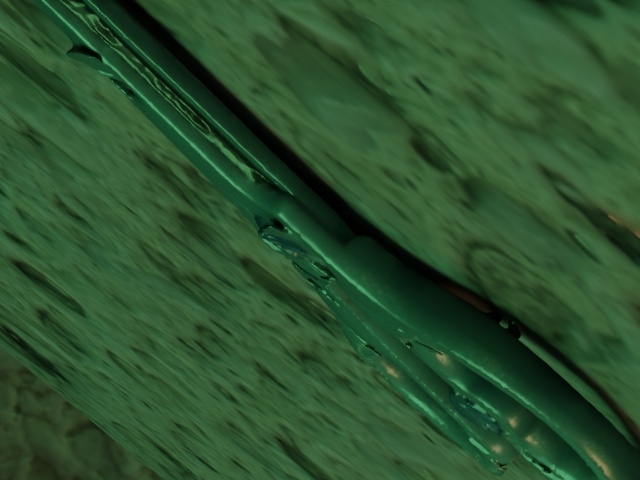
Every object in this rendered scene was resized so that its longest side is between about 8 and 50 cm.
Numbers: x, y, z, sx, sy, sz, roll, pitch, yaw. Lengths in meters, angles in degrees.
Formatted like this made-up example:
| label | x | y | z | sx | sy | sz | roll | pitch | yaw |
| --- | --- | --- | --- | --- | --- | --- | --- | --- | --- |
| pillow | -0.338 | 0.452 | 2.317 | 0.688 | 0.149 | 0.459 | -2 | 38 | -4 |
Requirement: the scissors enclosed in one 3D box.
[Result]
| label | x | y | z | sx | sy | sz | roll | pitch | yaw |
| --- | --- | --- | --- | --- | --- | --- | --- | --- | --- |
| scissors | 0.000 | 0.000 | 0.878 | 0.393 | 0.032 | 0.180 | 44 | 164 | -21 |
